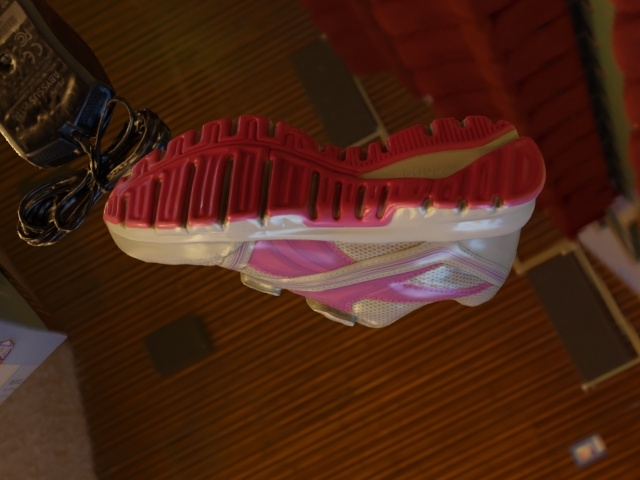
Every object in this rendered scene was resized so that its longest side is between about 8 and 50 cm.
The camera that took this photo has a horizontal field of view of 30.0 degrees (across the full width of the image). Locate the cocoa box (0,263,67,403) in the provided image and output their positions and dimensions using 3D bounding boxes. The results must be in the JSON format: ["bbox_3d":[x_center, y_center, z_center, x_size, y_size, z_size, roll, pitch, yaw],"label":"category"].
[{"bbox_3d":[-0.357,0.063,0.841,0.228,0.231,0.347,45,173,2],"label":"cocoa box"}]

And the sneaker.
[{"bbox_3d":[0.000,0.000,0.685,0.103,0.252,0.111,-74,-18,-48],"label":"sneaker"}]

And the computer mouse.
[{"bbox_3d":[-0.274,-0.146,1.146,0.272,0.188,0.072,54,-162,0],"label":"computer mouse"}]
